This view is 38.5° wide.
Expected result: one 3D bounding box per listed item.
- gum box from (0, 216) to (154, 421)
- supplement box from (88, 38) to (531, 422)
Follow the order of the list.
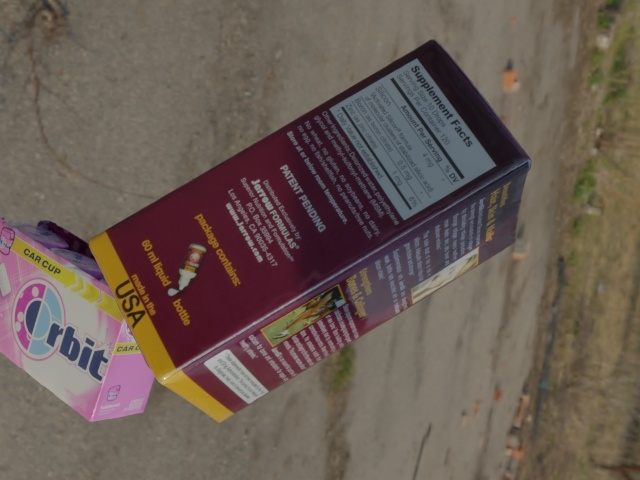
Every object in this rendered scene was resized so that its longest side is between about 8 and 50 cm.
[{"bbox_3d":[-0.219,0.061,0.792,0.062,0.188,0.107,3,110,-56],"label":"gum box"},{"bbox_3d":[0.000,0.000,0.449,0.188,0.081,0.104,-31,158,-4],"label":"supplement box"}]
